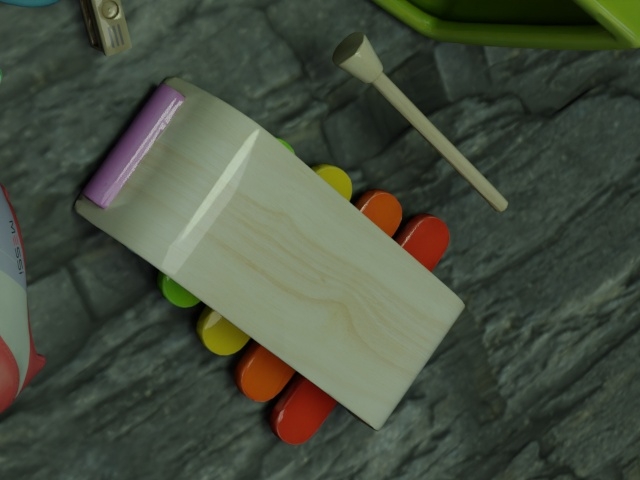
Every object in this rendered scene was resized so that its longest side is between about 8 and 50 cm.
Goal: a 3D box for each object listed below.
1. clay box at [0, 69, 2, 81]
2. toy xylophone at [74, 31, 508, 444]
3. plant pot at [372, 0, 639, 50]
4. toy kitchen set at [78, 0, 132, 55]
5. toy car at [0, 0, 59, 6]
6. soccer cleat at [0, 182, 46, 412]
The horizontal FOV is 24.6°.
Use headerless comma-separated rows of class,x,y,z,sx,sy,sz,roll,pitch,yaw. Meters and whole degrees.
clay box,-0.281,-0.090,0.774,0.222,0.053,0.127,31,95,4
toy xylophone,0.000,0.000,1.042,0.236,0.081,0.322,-48,124,-11
plant pot,0.104,-0.267,0.945,0.228,0.227,0.207,30,82,-34
toy kitchen set,-0.161,-0.141,0.905,0.083,0.068,0.075,-23,116,-24
toy car,-0.195,-0.290,0.793,0.238,0.210,0.219,26,123,-2
soccer cleat,-0.243,-0.039,0.881,0.116,0.109,0.318,-30,113,-58
